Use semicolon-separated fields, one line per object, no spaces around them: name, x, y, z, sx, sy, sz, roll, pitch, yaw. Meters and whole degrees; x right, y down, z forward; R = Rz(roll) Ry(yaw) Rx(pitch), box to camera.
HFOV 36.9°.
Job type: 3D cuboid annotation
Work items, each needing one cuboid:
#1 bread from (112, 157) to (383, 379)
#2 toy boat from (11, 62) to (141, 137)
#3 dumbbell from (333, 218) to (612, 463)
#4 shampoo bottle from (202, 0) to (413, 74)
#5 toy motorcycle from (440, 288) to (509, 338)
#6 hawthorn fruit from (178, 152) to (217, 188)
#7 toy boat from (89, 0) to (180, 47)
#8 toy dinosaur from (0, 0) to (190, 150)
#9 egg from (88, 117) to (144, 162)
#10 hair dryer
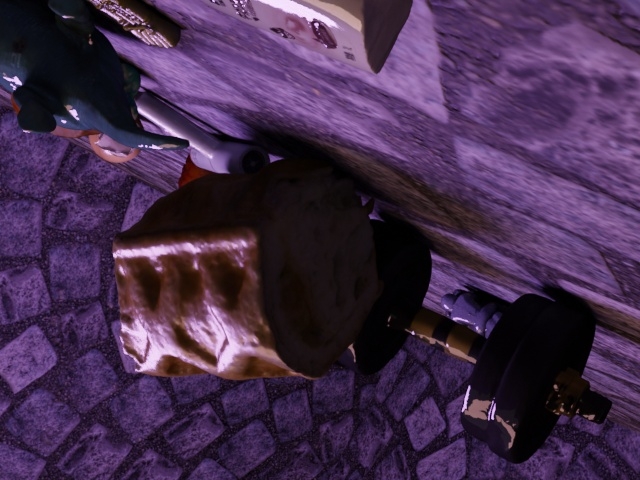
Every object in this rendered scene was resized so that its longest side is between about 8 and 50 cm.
bread;-0.080;0.032;1.006;0.252;0.238;0.196;6;-170;42
toy boat;-0.296;-0.172;1.090;0.293;0.099;0.108;20;145;55
dumbbell;0.143;0.108;1.090;0.388;0.185;0.185;25;175;28
shampoo bottle;-0.037;-0.125;0.418;0.152;0.045;0.077;27;176;12
toy motorcycle;0.230;0.109;1.353;0.124;0.061;0.193;22;-174;-20
hawthorn fruit;-0.142;-0.083;1.305;0.093;0.081;0.081;20;177;-12
toy boat;-0.160;-0.179;0.708;0.115;0.016;0.063;30;175;-32
toy dinosaur;-0.243;-0.164;0.910;0.383;0.129;0.331;33;-178;7
egg;-0.295;-0.152;1.385;0.080;0.080;0.096;29;173;-21
hair dryer;-0.161;-0.132;1.108;0.183;0.044;0.155;34;171;-30
